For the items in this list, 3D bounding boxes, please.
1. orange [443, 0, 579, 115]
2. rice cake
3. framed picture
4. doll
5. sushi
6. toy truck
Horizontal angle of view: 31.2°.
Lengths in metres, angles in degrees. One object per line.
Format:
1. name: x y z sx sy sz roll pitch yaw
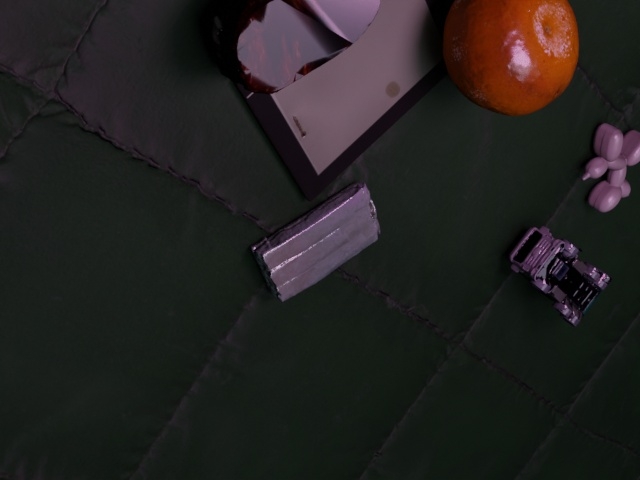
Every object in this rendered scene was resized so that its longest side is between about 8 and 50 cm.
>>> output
1. orange: 0.273 -0.292 1.685 0.224 0.170 0.224 10 76 -42
2. rice cake: 0.000 0.000 1.754 0.211 0.038 0.124 -37 135 -17
3. framed picture: 0.055 -0.249 1.652 0.347 0.016 0.265 -44 137 -10
4. doll: 0.540 -0.130 2.117 0.161 0.059 0.160 7 112 -44
5. sushi: -0.036 -0.286 1.469 0.225 0.126 0.136 -33 124 -11
6. toy truck: 0.442 0.067 2.118 0.114 0.124 0.253 -53 136 0
